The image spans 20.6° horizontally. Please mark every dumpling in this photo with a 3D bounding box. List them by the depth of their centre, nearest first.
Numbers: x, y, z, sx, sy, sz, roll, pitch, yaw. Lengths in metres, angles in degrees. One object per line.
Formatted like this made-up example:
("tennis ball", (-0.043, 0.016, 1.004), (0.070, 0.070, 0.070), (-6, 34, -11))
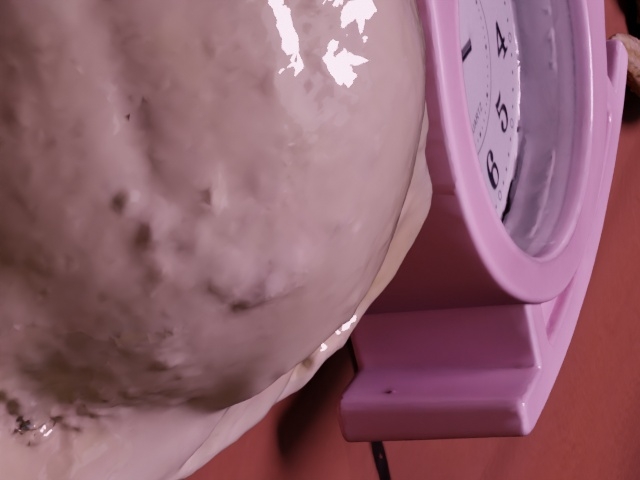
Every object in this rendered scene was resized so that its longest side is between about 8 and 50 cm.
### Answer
("dumpling", (-0.067, -0.035, 0.396), (0.179, 0.131, 0.252), (-49, 130, -21))

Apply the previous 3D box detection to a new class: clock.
("clock", (0.048, -0.114, 0.665), (0.290, 0.080, 0.275), (-66, 145, -46))

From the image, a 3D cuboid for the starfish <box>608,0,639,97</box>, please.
("starfish", (0.259, -0.138, 1.128), (0.375, 0.094, 0.327), (-42, 121, -49))
